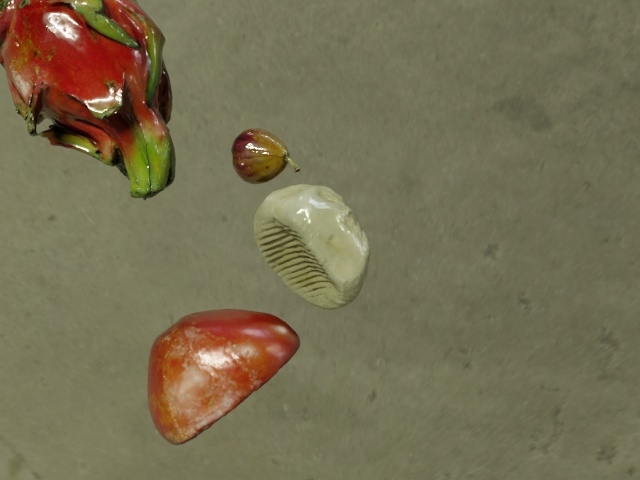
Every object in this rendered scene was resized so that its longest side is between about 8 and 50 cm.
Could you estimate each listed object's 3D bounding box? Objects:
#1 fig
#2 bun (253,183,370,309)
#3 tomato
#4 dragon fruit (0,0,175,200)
[{"bbox_3d":[-0.077,-0.132,1.569,0.125,0.089,0.088,4,72,36],"label":"fig"},{"bbox_3d":[0.000,0.000,1.602,0.133,0.231,0.231,-38,76,-27],"label":"bun"},{"bbox_3d":[-0.154,0.164,1.374,0.233,0.200,0.139,-40,97,8],"label":"tomato"},{"bbox_3d":[-0.254,-0.170,1.081,0.198,0.200,0.269,-28,111,-42],"label":"dragon fruit"}]
